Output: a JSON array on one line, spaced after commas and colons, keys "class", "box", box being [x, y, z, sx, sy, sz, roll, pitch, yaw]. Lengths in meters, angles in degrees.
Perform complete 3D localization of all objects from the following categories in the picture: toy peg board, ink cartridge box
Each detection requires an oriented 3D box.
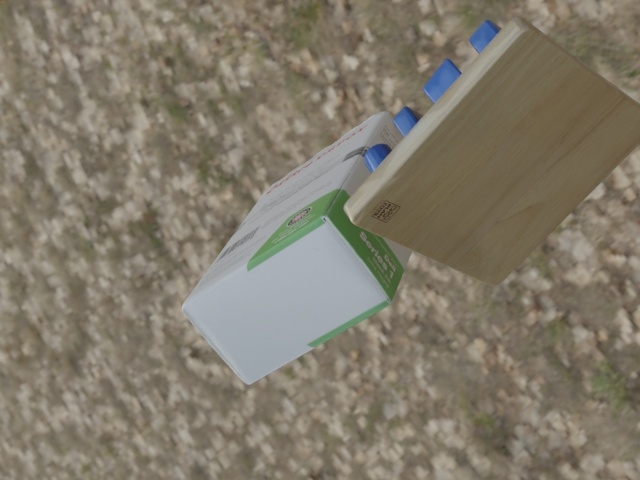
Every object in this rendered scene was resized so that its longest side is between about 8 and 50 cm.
[{"class": "toy peg board", "box": [0.106, -0.069, 0.792, 0.161, 0.160, 0.079, -48, 46, 19]}, {"class": "ink cartridge box", "box": [0.000, 0.000, 1.018, 0.160, 0.219, 0.092, -32, 104, 29]}]
